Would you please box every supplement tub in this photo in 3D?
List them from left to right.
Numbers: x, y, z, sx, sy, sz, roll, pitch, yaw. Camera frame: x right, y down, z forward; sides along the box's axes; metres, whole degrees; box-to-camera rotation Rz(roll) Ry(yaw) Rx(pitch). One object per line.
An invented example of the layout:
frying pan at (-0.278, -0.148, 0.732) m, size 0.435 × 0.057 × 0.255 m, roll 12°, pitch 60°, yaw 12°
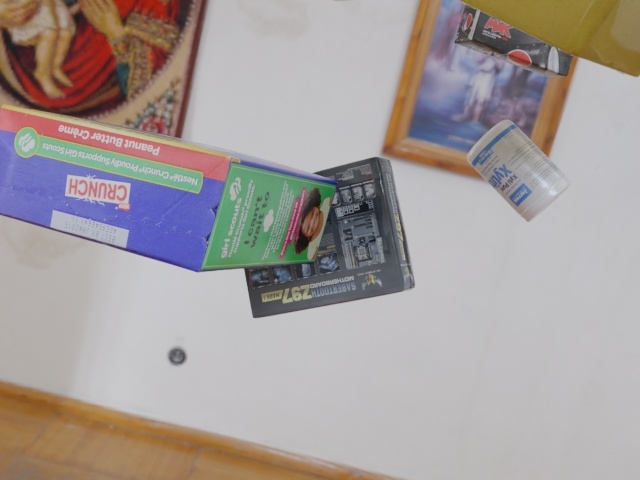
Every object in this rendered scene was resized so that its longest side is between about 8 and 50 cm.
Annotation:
supplement tub at (0.231, -0.082, 0.924) m, size 0.107 × 0.071 × 0.071 m, roll 48°, pitch 22°, yaw 13°

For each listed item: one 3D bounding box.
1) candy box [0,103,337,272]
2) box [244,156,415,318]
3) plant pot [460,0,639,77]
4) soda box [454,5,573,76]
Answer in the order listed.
candy box at (-0.162, -0.055, 0.892) m, size 0.268 × 0.122 × 0.317 m, roll 15°, pitch 7°, yaw 18°
box at (0.000, 0.000, 1.095) m, size 0.233 × 0.183 × 0.059 m, roll -13°, pitch -5°, yaw 24°
plant pot at (0.243, -0.265, 0.699) m, size 0.212 × 0.187 × 0.212 m, roll -2°, pitch 33°, yaw -46°
soda box at (0.282, -0.286, 1.138) m, size 0.169 × 0.060 × 0.053 m, roll 14°, pitch 5°, yaw -20°
